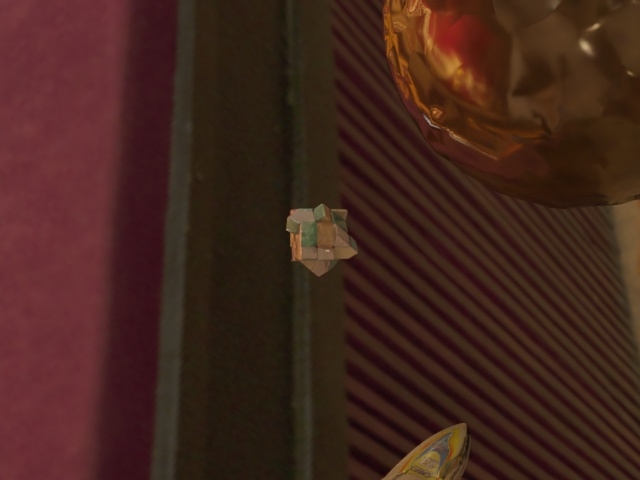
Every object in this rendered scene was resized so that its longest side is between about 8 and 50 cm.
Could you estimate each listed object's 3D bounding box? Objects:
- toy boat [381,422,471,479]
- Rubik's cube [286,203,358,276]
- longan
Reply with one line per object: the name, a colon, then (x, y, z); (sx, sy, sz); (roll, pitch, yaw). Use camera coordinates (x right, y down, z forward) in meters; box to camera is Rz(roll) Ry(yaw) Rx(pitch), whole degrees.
toy boat: (0.063, 0.222, 1.036); (0.084, 0.066, 0.210); (21, 51, 30)
Rubik's cube: (0.002, -0.002, 1.480); (0.075, 0.073, 0.084); (-18, 92, -13)
longan: (0.252, -0.219, 1.259); (0.391, 0.391, 0.391); (-17, 55, 26)
